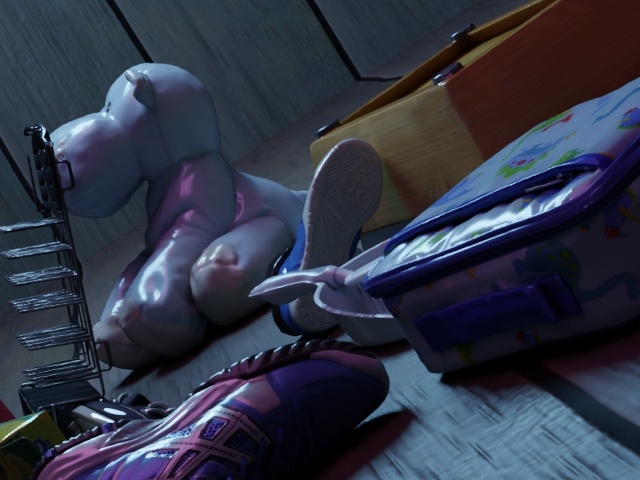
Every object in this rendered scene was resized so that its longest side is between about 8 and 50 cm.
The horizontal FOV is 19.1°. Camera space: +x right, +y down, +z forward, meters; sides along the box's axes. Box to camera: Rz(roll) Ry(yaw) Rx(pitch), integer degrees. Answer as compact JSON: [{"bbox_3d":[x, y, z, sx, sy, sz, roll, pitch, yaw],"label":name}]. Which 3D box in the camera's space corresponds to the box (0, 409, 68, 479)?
[{"bbox_3d":[-0.179,0.161,1.158,0.043,0.105,0.179,-39,10,-30],"label":"box"}]

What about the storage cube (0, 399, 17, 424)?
[{"bbox_3d":[-0.406,0.173,1.618,0.215,0.193,0.183,-34,7,22],"label":"storage cube"}]

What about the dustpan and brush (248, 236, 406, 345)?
[{"bbox_3d":[0.031,0.028,1.297,0.211,0.060,0.147,-25,11,45],"label":"dustpan and brush"}]

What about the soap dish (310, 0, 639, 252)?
[{"bbox_3d":[0.133,-0.099,1.465,0.229,0.118,0.291,-37,7,-24],"label":"soap dish"}]

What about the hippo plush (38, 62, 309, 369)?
[{"bbox_3d":[-0.130,-0.045,1.738,0.294,0.236,0.234,-33,8,2],"label":"hippo plush"}]

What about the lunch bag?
[{"bbox_3d":[0.135,-0.010,1.030,0.176,0.090,0.219,-41,10,-32],"label":"lunch bag"}]

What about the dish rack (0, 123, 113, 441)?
[{"bbox_3d":[-0.236,0.037,1.622,0.074,0.271,0.208,-11,3,-13],"label":"dish rack"}]

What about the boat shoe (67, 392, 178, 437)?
[{"bbox_3d":[-0.123,0.125,1.274,0.065,0.075,0.206,-38,4,-15],"label":"boat shoe"}]

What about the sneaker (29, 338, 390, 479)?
[{"bbox_3d":[-0.052,0.126,1.049,0.211,0.080,0.081,-27,43,-8],"label":"sneaker"}]

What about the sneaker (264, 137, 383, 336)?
[{"bbox_3d":[-0.001,0.000,1.430,0.084,0.058,0.152,156,128,-66],"label":"sneaker"}]
